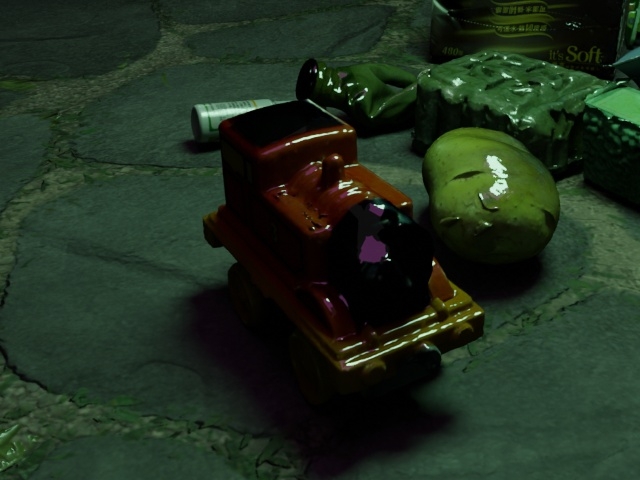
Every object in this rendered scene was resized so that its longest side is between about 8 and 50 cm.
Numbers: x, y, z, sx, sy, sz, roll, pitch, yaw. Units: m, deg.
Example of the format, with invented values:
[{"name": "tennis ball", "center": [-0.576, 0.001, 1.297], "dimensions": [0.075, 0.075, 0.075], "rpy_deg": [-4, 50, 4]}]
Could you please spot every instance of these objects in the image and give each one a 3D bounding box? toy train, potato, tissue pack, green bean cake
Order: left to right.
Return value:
[{"name": "toy train", "center": [0.000, 0.000, 0.829], "dimensions": [0.163, 0.232, 0.369], "rpy_deg": [-20, 35, -22]}, {"name": "potato", "center": [0.205, -0.058, 1.004], "dimensions": [0.169, 0.143, 0.248], "rpy_deg": [32, 20, -19]}, {"name": "green bean cake", "center": [0.294, -0.195, 1.237], "dimensions": [0.241, 0.132, 0.255], "rpy_deg": [-24, 37, -38]}, {"name": "tissue pack", "center": [0.413, -0.447, 1.573], "dimensions": [0.370, 0.210, 0.198], "rpy_deg": [9, 27, 20]}, {"name": "toy train", "center": [0.486, -0.125, 1.090], "dimensions": [0.188, 0.159, 0.271], "rpy_deg": [-27, 38, -20]}]

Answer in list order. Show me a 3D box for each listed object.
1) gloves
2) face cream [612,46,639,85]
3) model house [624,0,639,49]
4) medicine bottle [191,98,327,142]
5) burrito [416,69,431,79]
[{"name": "gloves", "center": [0.092, -0.242, 1.335], "dimensions": [0.268, 0.107, 0.135], "rpy_deg": [1, 48, -11]}, {"name": "face cream", "center": [0.530, -0.273, 1.259], "dimensions": [0.135, 0.086, 0.385], "rpy_deg": [-15, 0, 23]}, {"name": "model house", "center": [0.805, -0.579, 1.642], "dimensions": [0.323, 0.340, 0.300], "rpy_deg": [9, 34, 11]}, {"name": "medicine bottle", "center": [-0.102, -0.200, 1.329], "dimensions": [0.220, 0.061, 0.092], "rpy_deg": [-9, 11, -21]}, {"name": "burrito", "center": [0.261, -0.275, 1.444], "dimensions": [0.188, 0.045, 0.058], "rpy_deg": [5, 57, 6]}]
